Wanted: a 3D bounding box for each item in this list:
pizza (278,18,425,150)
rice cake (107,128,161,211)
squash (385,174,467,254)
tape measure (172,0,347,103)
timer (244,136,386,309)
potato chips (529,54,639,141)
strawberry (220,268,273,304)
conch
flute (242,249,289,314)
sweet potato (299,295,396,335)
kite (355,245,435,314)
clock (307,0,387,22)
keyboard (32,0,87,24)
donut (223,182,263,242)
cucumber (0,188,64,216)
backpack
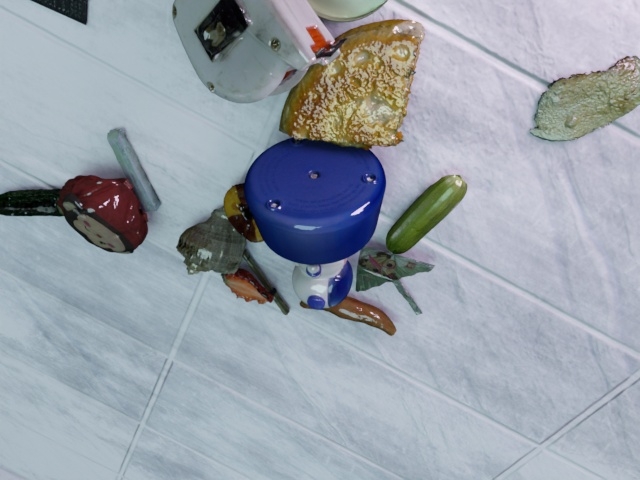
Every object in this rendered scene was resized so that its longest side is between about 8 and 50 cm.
[{"bbox_3d":[0.071,-0.264,1.075,0.335,0.086,0.226,-33,103,29],"label":"pizza"},{"bbox_3d":[-0.438,-0.161,1.351,0.043,0.034,0.211,-8,121,21],"label":"rice cake"},{"bbox_3d":[0.215,-0.053,1.197,0.069,0.069,0.239,35,128,-8],"label":"squash"},{"bbox_3d":[-0.125,-0.370,1.010,0.265,0.130,0.258,-31,95,38],"label":"tape measure"},{"bbox_3d":[0.000,0.000,1.218,0.270,0.270,0.384,8,139,12],"label":"timer"},{"bbox_3d":[0.463,-0.245,1.011,0.142,0.026,0.209,32,129,-10],"label":"potato chips"},{"bbox_3d":[-0.181,0.110,1.438,0.152,0.048,0.104,24,145,9],"label":"strawberry"},{"bbox_3d":[-0.251,0.009,1.375,0.155,0.130,0.207,32,104,-20],"label":"conch"},{"bbox_3d":[-0.144,0.097,1.442,0.027,0.027,0.233,-21,115,29],"label":"flute"},{"bbox_3d":[0.065,0.168,1.407,0.255,0.058,0.078,14,147,14],"label":"sweet potato"},{"bbox_3d":[0.170,0.093,1.328,0.229,0.012,0.250,-19,126,39],"label":"kite"},{"bbox_3d":[0.035,-0.492,0.972,0.234,0.029,0.235,8,126,12],"label":"clock"},{"bbox_3d":[-0.563,-0.506,1.166,0.202,0.011,0.067,24,128,1],"label":"keyboard"},{"bbox_3d":[-0.149,-0.066,1.286,0.140,0.059,0.141,16,119,32],"label":"donut"},{"bbox_3d":[-0.730,-0.097,1.467,0.265,0.077,0.077,2,124,19],"label":"cucumber"},{"bbox_3d":[-0.524,-0.070,1.378,0.229,0.139,0.229,24,153,13],"label":"backpack"}]
